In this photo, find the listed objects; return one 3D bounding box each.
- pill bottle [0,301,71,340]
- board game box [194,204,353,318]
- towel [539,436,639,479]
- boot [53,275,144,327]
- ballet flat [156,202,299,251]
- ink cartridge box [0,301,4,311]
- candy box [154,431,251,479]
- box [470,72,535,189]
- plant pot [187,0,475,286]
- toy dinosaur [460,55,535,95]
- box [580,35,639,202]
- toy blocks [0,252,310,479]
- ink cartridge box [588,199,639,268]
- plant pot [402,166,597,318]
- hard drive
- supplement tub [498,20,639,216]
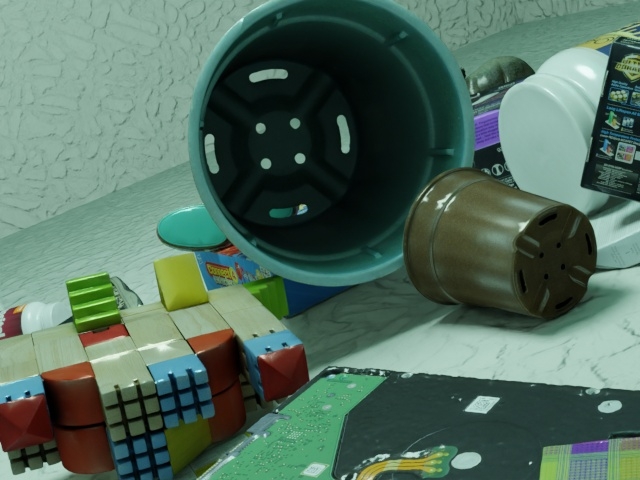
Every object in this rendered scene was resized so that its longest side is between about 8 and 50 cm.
[{"bbox_3d":[-0.482,0.148,1.695,0.152,0.086,0.086,-15,14,17],"label":"pill bottle"},{"bbox_3d":[0.000,0.000,1.613,0.308,0.086,0.302,-25,15,-24],"label":"board game box"},{"bbox_3d":[0.185,0.149,0.680,0.083,0.009,0.060,-9,19,19],"label":"towel"},{"bbox_3d":[-0.364,0.134,1.593,0.178,0.085,0.236,-26,16,-19],"label":"boot"},{"bbox_3d":[-0.138,-0.029,1.604,0.221,0.077,0.079,-14,-4,2],"label":"ballet flat"},{"bbox_3d":[-0.764,0.162,1.958,0.278,0.117,0.201,-12,15,26],"label":"ink cartridge box"},{"bbox_3d":[-0.078,0.218,0.994,0.205,0.027,0.105,-22,11,-15],"label":"candy box"},{"bbox_3d":[0.315,-0.173,1.737,0.165,0.143,0.270,-18,13,9],"label":"box"},{"bbox_3d":[-0.021,-0.130,1.351,0.341,0.341,0.334,-22,9,-11],"label":"plant pot"},{"bbox_3d":[0.374,-0.319,2.196,0.313,0.160,0.121,-21,14,-4],"label":"toy dinosaur"},{"bbox_3d":[0.415,-0.118,1.160,0.220,0.175,0.051,16,25,21],"label":"box"},{"bbox_3d":[-0.177,0.150,1.053,0.381,0.191,0.261,-13,16,-16],"label":"toy blocks"},{"bbox_3d":[0.349,0.003,1.263,0.179,0.045,0.145,-31,7,28],"label":"ink cartridge box"},{"bbox_3d":[0.206,0.009,1.170,0.167,0.167,0.165,-26,22,-25],"label":"plant pot"},{"bbox_3d":[0.073,0.185,0.791,0.339,0.064,0.237,-1,23,40],"label":"hard drive"},{"bbox_3d":[0.422,-0.171,1.399,0.316,0.228,0.228,-24,14,-20],"label":"supplement tub"}]
